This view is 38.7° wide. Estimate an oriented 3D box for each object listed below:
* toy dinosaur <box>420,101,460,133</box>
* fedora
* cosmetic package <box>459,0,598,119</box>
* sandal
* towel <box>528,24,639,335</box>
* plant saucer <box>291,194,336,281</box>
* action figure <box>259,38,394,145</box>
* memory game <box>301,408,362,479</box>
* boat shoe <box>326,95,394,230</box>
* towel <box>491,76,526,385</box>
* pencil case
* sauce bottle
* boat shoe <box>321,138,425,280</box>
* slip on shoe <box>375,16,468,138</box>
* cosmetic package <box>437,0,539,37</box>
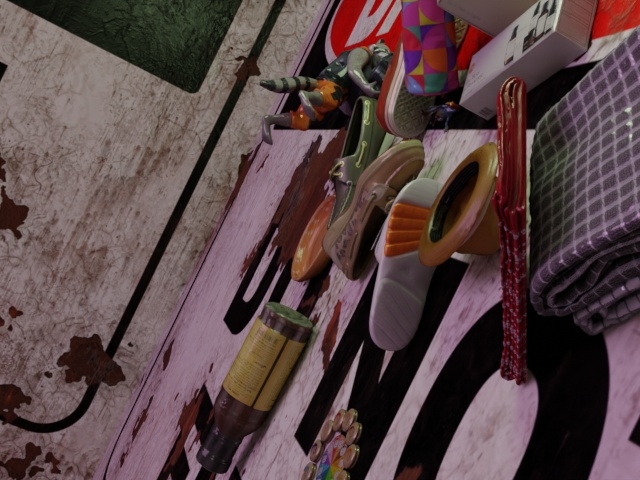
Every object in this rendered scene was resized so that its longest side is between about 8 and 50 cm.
[{"bbox_3d":[0.211,-0.227,1.567,0.082,0.047,0.090,-19,33,44],"label":"toy dinosaur"},{"bbox_3d":[0.203,-0.034,1.193,0.194,0.079,0.194,-58,10,16],"label":"fedora"},{"bbox_3d":[0.293,-0.270,1.311,0.239,0.060,0.099,-35,31,61],"label":"cosmetic package"},{"bbox_3d":[0.116,0.032,1.339,0.076,0.102,0.265,-16,51,67],"label":"sandal"},{"bbox_3d":[0.304,-0.076,0.838,0.284,0.121,0.235,-48,23,47],"label":"towel"},{"bbox_3d":[0.000,0.000,1.913,0.200,0.037,0.200,-58,15,26],"label":"plant saucer"},{"bbox_3d":[0.050,-0.349,1.946,0.330,0.178,0.341,-35,-5,-33],"label":"action figure"},{"bbox_3d":[0.012,0.337,1.365,0.186,0.012,0.186,-57,16,26],"label":"memory game"},{"bbox_3d":[0.067,-0.145,1.814,0.109,0.091,0.305,-26,40,67],"label":"boat shoe"},{"bbox_3d":[0.200,-0.006,0.947,0.275,0.031,0.199,77,-161,-44],"label":"towel"},{"bbox_3d":[0.183,-0.367,1.571,0.104,0.104,0.236,-135,37,-74],"label":"pencil case"},{"bbox_3d":[-0.137,0.287,1.760,0.344,0.111,0.111,-61,15,7],"label":"sauce bottle"},{"bbox_3d":[0.104,-0.052,1.560,0.089,0.104,0.285,57,135,28],"label":"boat shoe"},{"bbox_3d":[0.183,-0.346,1.695,0.101,0.123,0.331,7,76,64],"label":"slip on shoe"},{"bbox_3d":[0.282,-0.461,1.475,0.113,0.160,0.309,-53,18,40],"label":"cosmetic package"}]
